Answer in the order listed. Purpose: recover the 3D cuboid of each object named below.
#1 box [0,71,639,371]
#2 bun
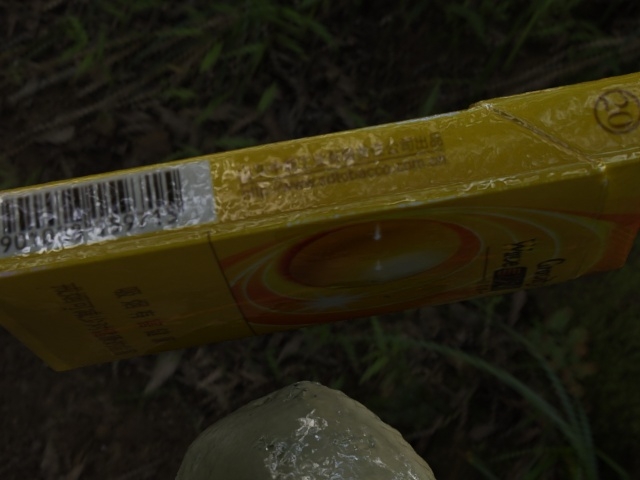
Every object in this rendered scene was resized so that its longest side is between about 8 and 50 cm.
[{"bbox_3d":[0.000,0.000,0.567,0.269,0.152,0.043,-10,73,2],"label":"box"},{"bbox_3d":[0.008,0.296,1.230,0.234,0.326,0.362,-34,59,-25],"label":"bun"}]
